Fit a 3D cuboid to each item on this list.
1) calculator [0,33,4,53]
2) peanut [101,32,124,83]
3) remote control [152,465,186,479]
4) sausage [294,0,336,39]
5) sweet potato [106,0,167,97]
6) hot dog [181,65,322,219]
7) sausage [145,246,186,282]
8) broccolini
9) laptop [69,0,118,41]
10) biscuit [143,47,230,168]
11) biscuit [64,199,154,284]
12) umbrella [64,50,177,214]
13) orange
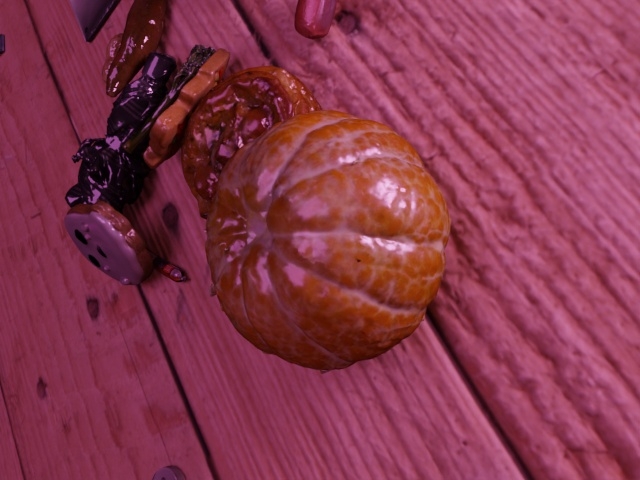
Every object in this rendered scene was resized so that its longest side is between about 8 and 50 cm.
[{"bbox_3d":[-0.894,-0.496,1.732,0.172,0.018,0.057,-17,75,34],"label":"calculator"},{"bbox_3d":[-0.413,-0.367,1.316,0.054,0.054,0.113,11,91,39],"label":"peanut"},{"bbox_3d":[-0.231,0.499,1.075,0.077,0.022,0.245,-33,65,28],"label":"remote control"},{"bbox_3d":[-0.005,-0.353,0.986,0.054,0.059,0.094,22,98,47],"label":"sausage"},{"bbox_3d":[-0.350,-0.382,1.248,0.077,0.077,0.244,13,84,38],"label":"sweet potato"},{"bbox_3d":[-0.124,-0.140,1.014,0.272,0.122,0.196,-42,67,24],"label":"hot dog"},{"bbox_3d":[-0.307,0.035,1.193,0.198,0.025,0.028,25,85,37],"label":"sausage"},{"bbox_3d":[-0.270,-0.252,1.147,0.051,0.054,0.239,43,92,22],"label":"broccolini"},{"bbox_3d":[-0.466,-0.587,1.407,0.269,0.015,0.188,-42,60,26],"label":"laptop"},{"bbox_3d":[-0.219,-0.220,1.092,0.041,0.212,0.239,35,84,-5],"label":"biscuit"},{"bbox_3d":[-0.391,0.011,1.179,0.208,0.049,0.181,1,129,42],"label":"biscuit"},{"bbox_3d":[-0.361,-0.189,1.207,0.154,0.128,0.337,46,109,35],"label":"umbrella"},{"bbox_3d":[0.000,0.000,0.817,0.329,0.249,0.329,-5,83,45],"label":"orange"}]
